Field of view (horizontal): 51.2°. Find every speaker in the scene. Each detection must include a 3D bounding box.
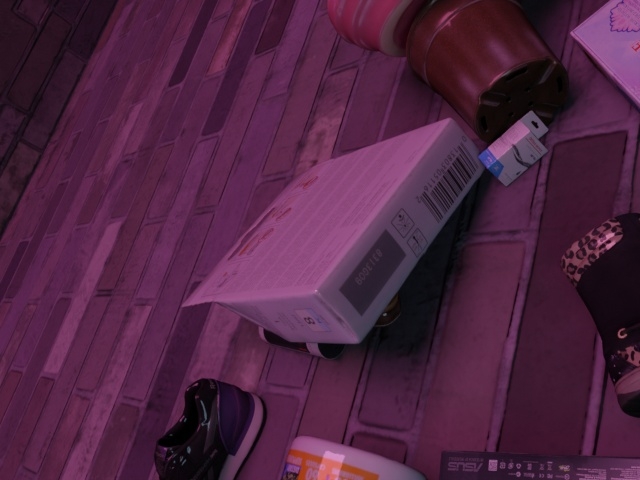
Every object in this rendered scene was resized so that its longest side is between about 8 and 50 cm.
[{"bbox_3d":[-0.026,0.129,0.940,0.136,0.055,0.055,4,67,49],"label":"speaker"}]

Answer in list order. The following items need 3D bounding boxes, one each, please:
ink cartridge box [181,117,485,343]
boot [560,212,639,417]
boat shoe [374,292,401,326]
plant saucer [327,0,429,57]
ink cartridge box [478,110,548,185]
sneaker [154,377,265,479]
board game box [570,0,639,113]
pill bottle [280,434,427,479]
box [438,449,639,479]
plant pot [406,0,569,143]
[{"bbox_3d":[0.000,0.000,0.916,0.308,0.091,0.385,-51,20,-28],"label":"ink cartridge box"},{"bbox_3d":[0.336,0.028,0.583,0.236,0.085,0.179,-38,38,24],"label":"boot"},{"bbox_3d":[0.042,0.073,0.896,0.073,0.073,0.207,-30,28,-19],"label":"boat shoe"},{"bbox_3d":[0.172,-0.358,0.906,0.332,0.332,0.084,-33,79,28],"label":"plant saucer"},{"bbox_3d":[0.242,-0.112,0.818,0.083,0.048,0.028,-43,40,19],"label":"ink cartridge box"},{"bbox_3d":[-0.191,0.328,0.921,0.107,0.124,0.283,2,66,49],"label":"sneaker"},{"bbox_3d":[0.456,-0.217,0.639,0.318,0.066,0.319,-39,41,23],"label":"board game box"},{"bbox_3d":[0.005,0.349,0.664,0.152,0.152,0.272,-6,59,46],"label":"pill bottle"},{"bbox_3d":[0.204,0.280,0.567,0.232,0.059,0.184,-15,54,41],"label":"box"},{"bbox_3d":[0.217,-0.219,0.846,0.167,0.167,0.165,-41,48,20],"label":"plant pot"}]
